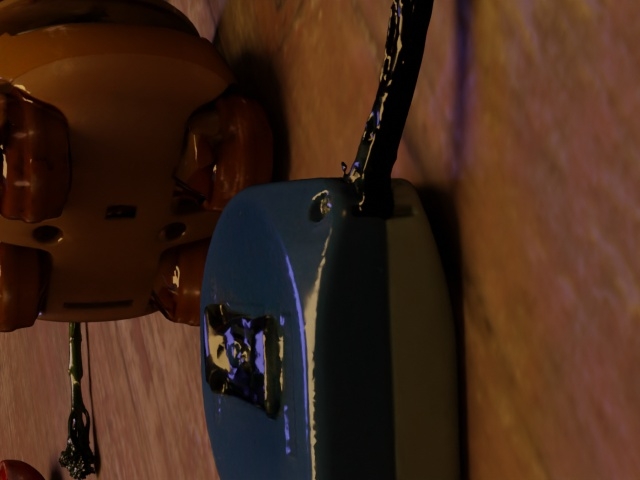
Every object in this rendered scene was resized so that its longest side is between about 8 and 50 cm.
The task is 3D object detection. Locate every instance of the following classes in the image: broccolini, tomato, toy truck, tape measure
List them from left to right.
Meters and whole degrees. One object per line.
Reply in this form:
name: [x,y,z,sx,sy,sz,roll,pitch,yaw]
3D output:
tomato: [-0.363,0.343,1.787,0.155,0.069,0.155,174,90,-70]
broccolini: [-0.268,0.157,1.589,0.044,0.042,0.218,138,133,-65]
toy truck: [-0.163,-0.054,1.042,0.288,0.204,0.211,107,154,-46]
tape measure: [0.000,0.000,0.777,0.215,0.098,0.351,180,90,-68]

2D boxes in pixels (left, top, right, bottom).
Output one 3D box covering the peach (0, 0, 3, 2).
peach: [-0.334,-0.169,1.469,0.231,0.231,0.231,178,90,-69]
